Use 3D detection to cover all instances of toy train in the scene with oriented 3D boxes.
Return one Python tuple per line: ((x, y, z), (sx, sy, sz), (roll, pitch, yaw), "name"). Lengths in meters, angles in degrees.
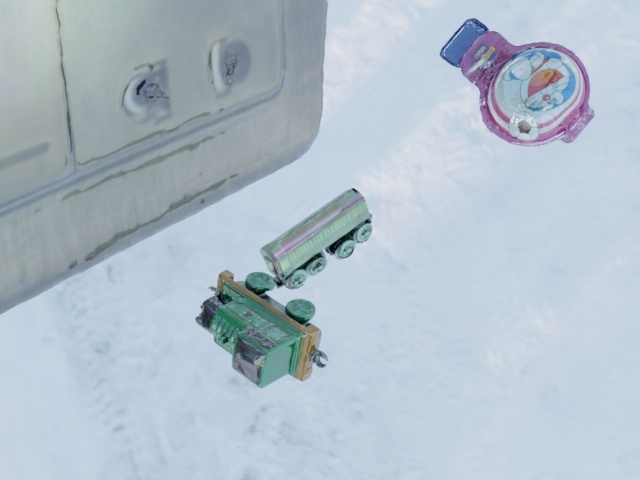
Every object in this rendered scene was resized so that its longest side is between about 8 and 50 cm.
((-0.091, 0.125, 1.318), (0.227, 0.136, 0.091), (30, 125, 27), "toy train")
((0.000, 0.000, 1.098), (0.148, 0.071, 0.038), (-35, 39, -16), "toy train")

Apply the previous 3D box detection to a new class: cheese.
((0.271, -0.223, 1.296), (0.155, 0.062, 0.244), (-48, 64, 5), "cheese")

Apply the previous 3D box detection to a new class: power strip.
((-0.101, -0.118, 0.374), (0.092, 0.251, 0.257), (18, 124, 28), "power strip")
